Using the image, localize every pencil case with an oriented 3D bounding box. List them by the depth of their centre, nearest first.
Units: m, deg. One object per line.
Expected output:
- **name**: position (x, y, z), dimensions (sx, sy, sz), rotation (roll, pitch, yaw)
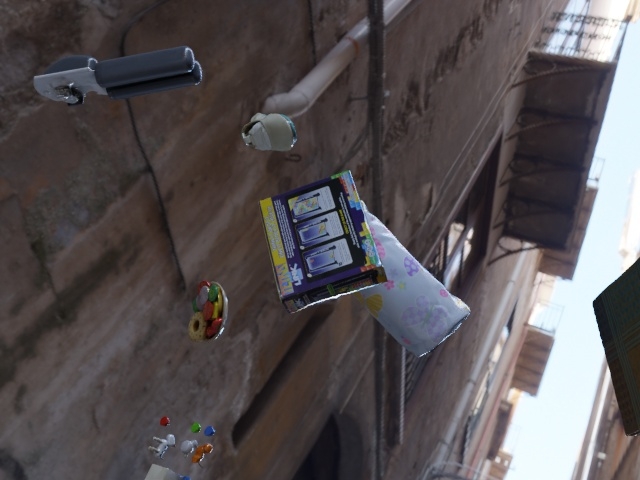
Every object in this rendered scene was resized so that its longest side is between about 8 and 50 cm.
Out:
- **pencil case**: position (0.111, 0.058, 1.052), dimensions (0.273, 0.124, 0.113), rotation (44, -21, 6)

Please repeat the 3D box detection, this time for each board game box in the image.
- **board game box**: position (0.000, 0.000, 0.899), dimensions (0.141, 0.170, 0.048), rotation (-19, -35, 6)

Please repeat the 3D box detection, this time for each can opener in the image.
- **can opener**: position (-0.337, -0.279, 1.075), dimensions (0.281, 0.093, 0.074), rotation (-5, -18, 9)

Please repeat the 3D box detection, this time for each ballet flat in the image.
- **ballet flat**: position (-0.120, -0.224, 1.395), dimensions (0.086, 0.086, 0.248), rotation (53, -8, -19)

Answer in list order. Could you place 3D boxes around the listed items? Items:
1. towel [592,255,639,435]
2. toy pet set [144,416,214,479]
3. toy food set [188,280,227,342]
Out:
- **towel**: position (0.548, 0.152, 1.050), dimensions (0.040, 0.271, 0.370), rotation (-2, -26, -1)
- **toy pet set**: position (-0.206, 0.338, 0.989), dimensions (0.122, 0.114, 0.065), rotation (-2, -37, 41)
- **toy food set**: position (-0.148, 0.093, 0.861), dimensions (0.020, 0.082, 0.083), rotation (11, -14, -35)
